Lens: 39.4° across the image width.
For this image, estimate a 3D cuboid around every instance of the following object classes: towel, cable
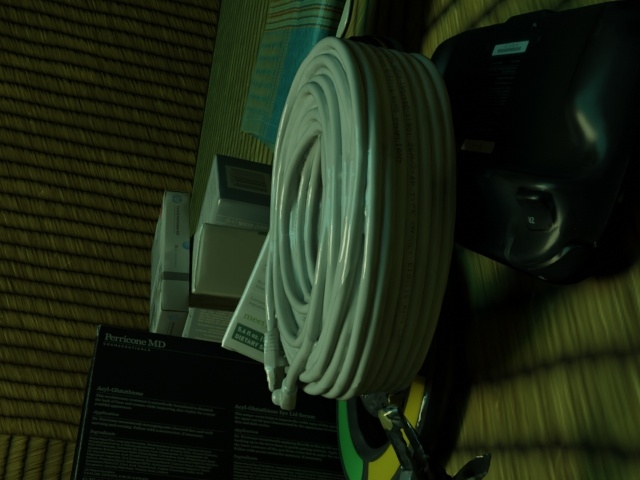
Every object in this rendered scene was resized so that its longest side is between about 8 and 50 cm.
[{"bbox_3d":[-0.008,-0.279,0.961,0.271,0.040,0.371,-135,58,-70],"label":"towel"},{"bbox_3d":[0.023,-0.014,0.646,0.257,0.089,0.257,129,142,-67],"label":"cable"}]

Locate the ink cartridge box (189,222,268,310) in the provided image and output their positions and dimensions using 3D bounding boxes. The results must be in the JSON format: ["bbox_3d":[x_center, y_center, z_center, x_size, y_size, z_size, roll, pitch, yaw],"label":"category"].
[{"bbox_3d":[-0.107,0.046,1.208,0.212,0.154,0.093,156,121,-72],"label":"ink cartridge box"}]

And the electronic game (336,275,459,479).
[{"bbox_3d":[0.056,0.104,0.749,0.229,0.048,0.230,-170,90,-76],"label":"electronic game"}]

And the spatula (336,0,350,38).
[{"bbox_3d":[-0.004,-0.212,1.270,0.242,0.019,0.168,130,146,-63],"label":"spatula"}]

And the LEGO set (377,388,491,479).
[{"bbox_3d":[0.046,0.259,0.540,0.255,0.192,0.331,61,153,20],"label":"LEGO set"}]

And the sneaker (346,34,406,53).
[{"bbox_3d":[0.039,-0.122,0.913,0.067,0.078,0.188,145,133,-71],"label":"sneaker"}]

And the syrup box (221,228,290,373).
[{"bbox_3d":[0.000,0.000,0.828,0.096,0.093,0.237,-63,-4,-83],"label":"syrup box"}]

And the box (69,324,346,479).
[{"bbox_3d":[-0.095,0.195,0.838,0.103,0.261,0.184,114,161,-44],"label":"box"}]

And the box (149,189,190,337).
[{"bbox_3d":[-0.201,0.051,1.182,0.145,0.038,0.186,115,154,-51],"label":"box"}]

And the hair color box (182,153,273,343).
[{"bbox_3d":[-0.162,0.068,1.500,0.185,0.113,0.375,-106,31,-61],"label":"hair color box"}]

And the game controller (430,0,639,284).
[{"bbox_3d":[0.126,-0.074,0.612,0.167,0.067,0.319,-64,16,3],"label":"game controller"}]
